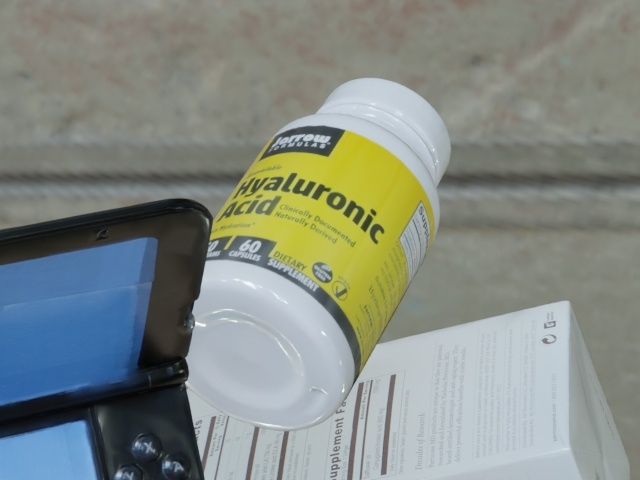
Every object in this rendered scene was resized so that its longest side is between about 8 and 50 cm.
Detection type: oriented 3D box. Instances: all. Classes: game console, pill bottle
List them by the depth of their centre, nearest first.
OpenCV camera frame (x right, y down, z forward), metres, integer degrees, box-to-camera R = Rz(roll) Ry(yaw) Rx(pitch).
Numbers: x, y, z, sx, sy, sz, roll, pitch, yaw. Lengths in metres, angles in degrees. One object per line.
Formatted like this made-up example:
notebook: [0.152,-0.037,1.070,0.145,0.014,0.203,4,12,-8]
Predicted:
game console: [-0.079,0.055,0.437,0.122,0.107,0.071,-11,180,-18]
pill bottle: [0.000,0.000,0.632,0.065,0.116,0.065,16,135,16]

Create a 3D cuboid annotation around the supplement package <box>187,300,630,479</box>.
supplement package: [0.046,0.150,1.142,0.244,0.134,0.139,-15,122,16]
